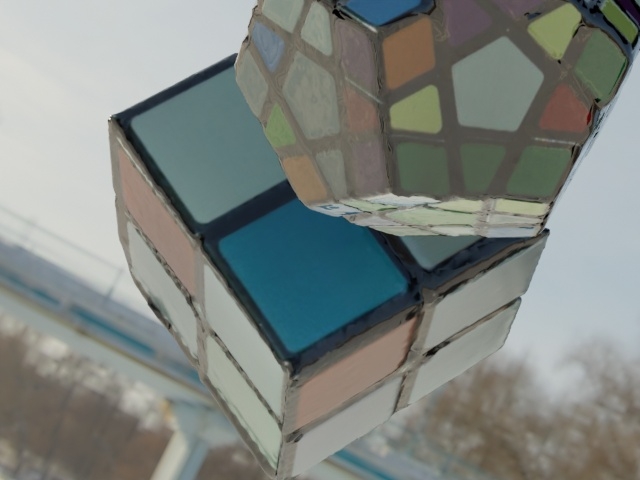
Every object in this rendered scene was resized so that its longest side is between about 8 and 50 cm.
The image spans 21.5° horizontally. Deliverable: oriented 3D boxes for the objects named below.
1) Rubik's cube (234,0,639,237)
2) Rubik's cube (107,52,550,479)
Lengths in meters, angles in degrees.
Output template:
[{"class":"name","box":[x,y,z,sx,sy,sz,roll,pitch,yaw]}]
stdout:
[{"class":"Rubik's cube","box":[0.039,-0.060,0.530,0.112,0.133,0.133,29,-12,6]},{"class":"Rubik's cube","box":[-0.001,0.000,0.935,0.183,0.167,0.180,53,-18,17]}]
